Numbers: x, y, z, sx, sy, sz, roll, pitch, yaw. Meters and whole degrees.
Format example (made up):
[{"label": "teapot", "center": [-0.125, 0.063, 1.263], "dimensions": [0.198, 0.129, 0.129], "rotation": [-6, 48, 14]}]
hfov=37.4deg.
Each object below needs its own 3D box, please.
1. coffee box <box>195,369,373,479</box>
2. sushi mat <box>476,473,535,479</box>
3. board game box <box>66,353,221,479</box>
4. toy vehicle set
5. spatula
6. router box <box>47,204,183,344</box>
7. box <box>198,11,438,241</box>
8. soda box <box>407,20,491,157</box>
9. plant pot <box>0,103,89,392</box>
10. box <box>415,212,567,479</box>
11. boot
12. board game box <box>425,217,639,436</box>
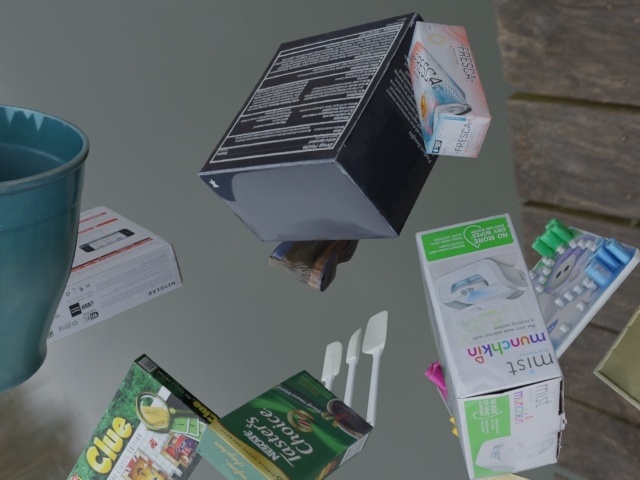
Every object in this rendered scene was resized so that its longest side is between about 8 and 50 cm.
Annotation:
[{"label": "coffee box", "center": [-0.033, 0.213, 1.019], "dimensions": [0.113, 0.184, 0.040], "rotation": [37, 119, 22]}, {"label": "sushi mat", "center": [0.386, 0.448, 1.480], "dimensions": [0.316, 0.019, 0.151], "rotation": [16, 123, 13]}, {"label": "board game box", "center": [-0.231, 0.278, 1.206], "dimensions": [0.136, 0.030, 0.260], "rotation": [38, 119, 12]}, {"label": "toy vehicle set", "center": [0.568, 0.212, 1.491], "dimensions": [0.166, 0.035, 0.267], "rotation": [-57, 32, 8]}, {"label": "spatula", "center": [0.053, 0.243, 1.645], "dimensions": [0.168, 0.242, 0.019], "rotation": [-31, 122, 34]}, {"label": "router box", "center": [-0.449, 0.063, 1.597], "dimensions": [0.301, 0.335, 0.082], "rotation": [23, 131, 53]}, {"label": "box", "center": [0.021, -0.161, 1.442], "dimensions": [0.296, 0.294, 0.183], "rotation": [-1, 140, 45]}, {"label": "soda box", "center": [0.143, -0.175, 1.079], "dimensions": [0.183, 0.062, 0.058], "rotation": [-95, 12, -45]}, {"label": "plant pot", "center": [-0.379, 0.016, 0.978], "dimensions": [0.271, 0.271, 0.255], "rotation": [31, 123, 44]}, {"label": "box", "center": [0.213, 0.139, 1.182], "dimensions": [0.262, 0.126, 0.231], "rotation": [72, -173, -56]}, {"label": "boot", "center": [0.000, 0.000, 1.649], "dimensions": [0.106, 0.219, 0.082], "rotation": [19, 125, 16]}, {"label": "board game box", "center": [0.330, 0.135, 1.578], "dimensions": [0.050, 0.390, 0.390], "rotation": [38, -175, -4]}]
